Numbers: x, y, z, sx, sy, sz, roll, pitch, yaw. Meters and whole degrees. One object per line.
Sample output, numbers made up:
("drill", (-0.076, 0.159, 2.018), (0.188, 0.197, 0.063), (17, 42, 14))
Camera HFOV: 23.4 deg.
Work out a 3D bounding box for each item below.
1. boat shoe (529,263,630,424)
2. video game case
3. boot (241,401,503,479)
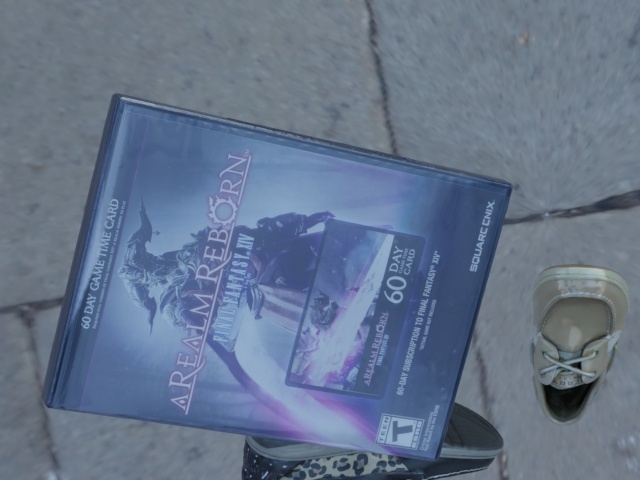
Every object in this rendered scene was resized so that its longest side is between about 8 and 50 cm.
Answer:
("boat shoe", (0.287, 0.121, 1.746), (0.109, 0.302, 0.098), (5, 63, 6))
("video game case", (-0.022, 0.030, 0.984), (0.274, 0.026, 0.196), (11, 98, -25))
("boot", (0.028, 0.221, 1.323), (0.236, 0.085, 0.178), (4, 117, -26))
